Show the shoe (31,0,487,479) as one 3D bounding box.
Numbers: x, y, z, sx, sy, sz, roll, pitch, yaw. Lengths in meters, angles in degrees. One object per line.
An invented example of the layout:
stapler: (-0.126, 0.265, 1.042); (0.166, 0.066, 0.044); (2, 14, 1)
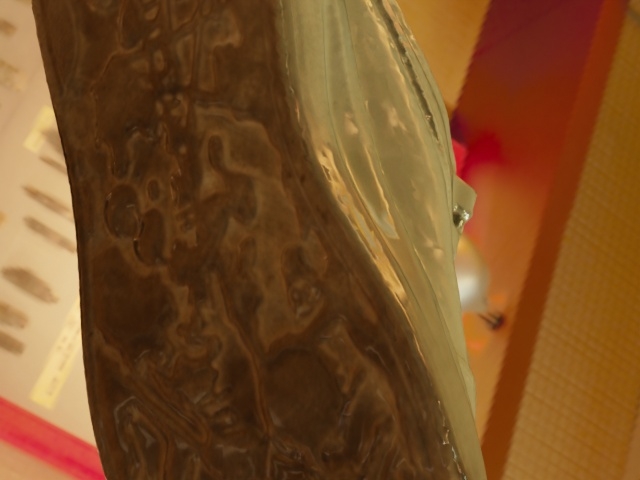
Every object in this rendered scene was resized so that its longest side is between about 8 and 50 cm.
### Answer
shoe: (0.000, 0.000, 0.437); (0.124, 0.159, 0.316); (-16, -97, 24)
